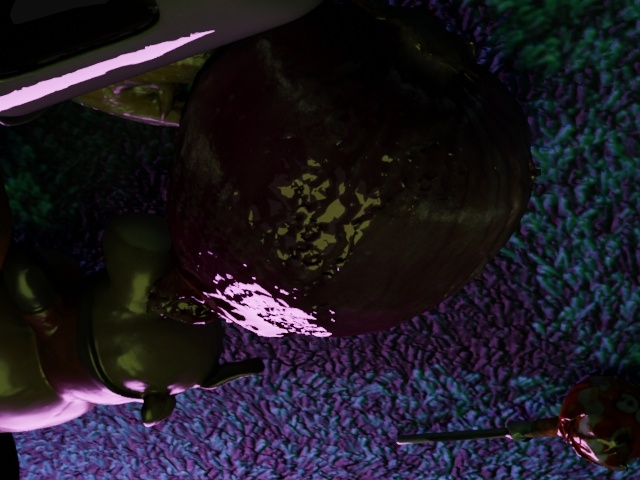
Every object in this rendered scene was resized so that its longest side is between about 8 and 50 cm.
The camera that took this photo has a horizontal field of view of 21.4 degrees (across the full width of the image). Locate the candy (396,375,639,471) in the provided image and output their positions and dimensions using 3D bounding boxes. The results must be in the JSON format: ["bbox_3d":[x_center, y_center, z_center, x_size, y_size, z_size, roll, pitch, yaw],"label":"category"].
[{"bbox_3d":[0.186,0.183,1.599,0.288,0.084,0.078,-12,142,39],"label":"candy"}]

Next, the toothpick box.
[{"bbox_3d":[-0.109,-0.211,1.048,0.316,0.229,0.229,-14,137,28],"label":"toothpick box"}]

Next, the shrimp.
[{"bbox_3d":[-0.076,-0.127,1.278,0.251,0.052,0.143,1,158,16],"label":"shrimp"}]

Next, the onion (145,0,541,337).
[{"bbox_3d":[0.000,0.000,1.236,0.267,0.159,0.348,18,126,-30],"label":"onion"}]

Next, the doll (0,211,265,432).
[{"bbox_3d":[-0.211,0.085,1.484,0.330,0.174,0.235,-12,170,35],"label":"doll"}]

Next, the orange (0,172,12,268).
[{"bbox_3d":[-0.381,-0.018,1.323,0.274,0.274,0.274,8,144,6],"label":"orange"}]

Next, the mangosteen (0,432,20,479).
[{"bbox_3d":[-0.438,0.223,1.655,0.288,0.287,0.233,-18,157,34],"label":"mangosteen"}]
